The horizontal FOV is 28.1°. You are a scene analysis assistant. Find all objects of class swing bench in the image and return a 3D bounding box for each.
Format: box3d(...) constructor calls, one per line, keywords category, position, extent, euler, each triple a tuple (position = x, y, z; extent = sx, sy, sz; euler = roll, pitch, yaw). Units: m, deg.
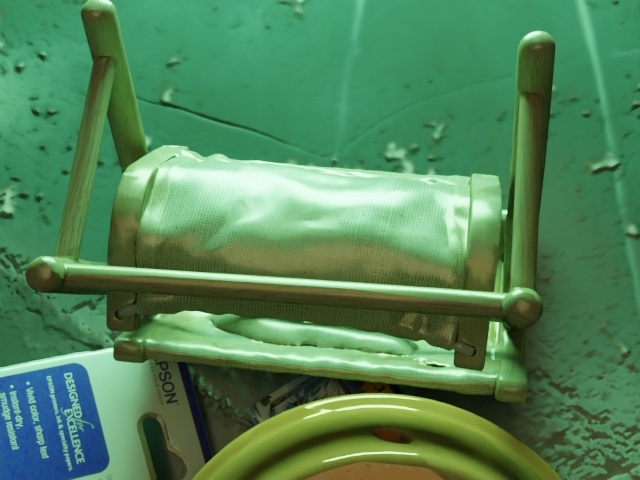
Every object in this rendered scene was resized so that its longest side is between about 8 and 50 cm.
box3d(category="swing bench", position=(0.000, 0.000, 0.743), extent=(0.253, 0.255, 0.165), euler=(4, 70, 8))

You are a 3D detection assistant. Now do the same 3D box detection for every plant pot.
box3d(category="plant pot", position=(0.030, 0.217, 0.679), extent=(0.290, 0.203, 0.291), euler=(0, 77, 2))

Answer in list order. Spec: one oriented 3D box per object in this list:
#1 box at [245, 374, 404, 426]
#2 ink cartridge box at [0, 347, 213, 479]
box3d(category="box", position=(0.026, 0.143, 0.821), extent=(0.094, 0.027, 0.137), euler=(-31, 73, -3))
box3d(category="ink cartridge box", position=(-0.244, 0.179, 0.782), extent=(0.370, 0.069, 0.176), euler=(-10, 71, -23))
